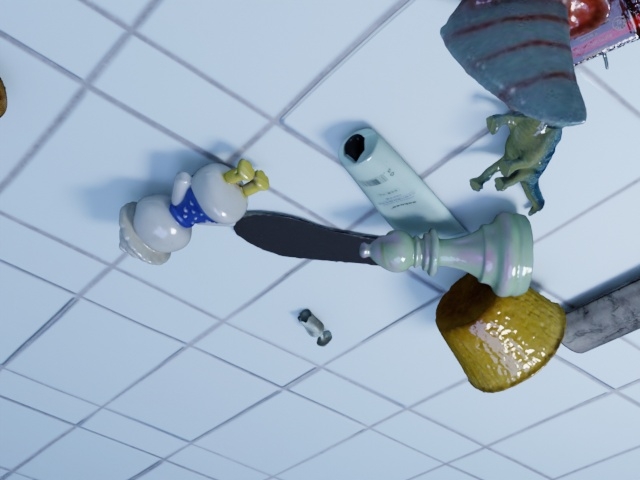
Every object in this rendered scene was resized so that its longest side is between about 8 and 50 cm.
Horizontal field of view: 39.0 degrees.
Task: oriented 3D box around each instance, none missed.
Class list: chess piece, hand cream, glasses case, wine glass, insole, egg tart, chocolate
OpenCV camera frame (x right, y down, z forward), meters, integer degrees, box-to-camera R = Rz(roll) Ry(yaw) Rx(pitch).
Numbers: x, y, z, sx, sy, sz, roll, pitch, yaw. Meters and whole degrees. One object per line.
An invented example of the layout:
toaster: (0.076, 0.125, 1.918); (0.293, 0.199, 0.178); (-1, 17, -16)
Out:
chess piece: (0.198, 0.018, 1.464); (0.271, 0.139, 0.139); (3, 141, 1)
hand cream: (0.130, -0.065, 1.449); (0.109, 0.067, 0.320); (-19, 140, 24)
glasses case: (0.562, 0.115, 1.614); (0.114, 0.060, 0.299); (29, 135, -31)
wine glass: (-0.012, 0.167, 1.756); (0.039, 0.042, 0.083); (-9, 134, 37)
insole: (0.000, 0.000, 1.568); (0.309, 0.012, 0.110); (8, 140, -5)
egg tart: (0.312, 0.149, 1.584); (0.215, 0.215, 0.171); (-29, 115, 34)
chocolate: (0.350, -0.272, 1.176); (0.182, 0.028, 0.086); (-26, 105, 23)

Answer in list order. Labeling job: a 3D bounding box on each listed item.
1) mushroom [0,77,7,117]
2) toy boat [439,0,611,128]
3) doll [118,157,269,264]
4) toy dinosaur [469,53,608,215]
mushroom: (-0.514, -0.214, 1.299); (0.127, 0.087, 0.127); (2, 145, 2)
toy boat: (0.245, -0.220, 1.063); (0.206, 0.282, 0.096); (-5, 138, 10)
doll: (-0.217, -0.047, 1.462); (0.293, 0.119, 0.138); (-28, 137, 26)
toy dinosaur: (0.304, -0.140, 1.317); (0.147, 0.076, 0.363); (-22, 143, -21)
